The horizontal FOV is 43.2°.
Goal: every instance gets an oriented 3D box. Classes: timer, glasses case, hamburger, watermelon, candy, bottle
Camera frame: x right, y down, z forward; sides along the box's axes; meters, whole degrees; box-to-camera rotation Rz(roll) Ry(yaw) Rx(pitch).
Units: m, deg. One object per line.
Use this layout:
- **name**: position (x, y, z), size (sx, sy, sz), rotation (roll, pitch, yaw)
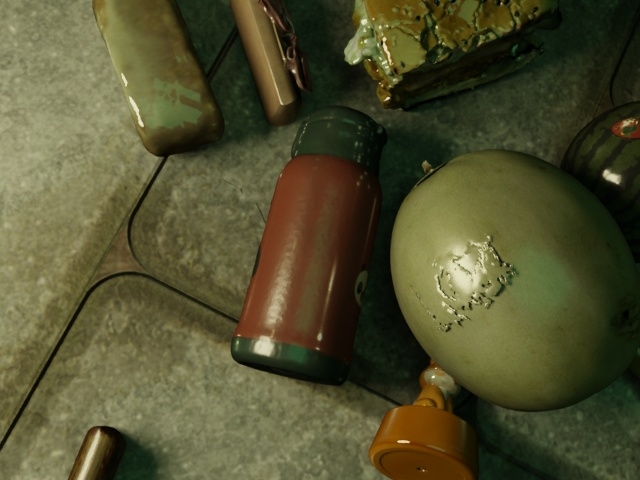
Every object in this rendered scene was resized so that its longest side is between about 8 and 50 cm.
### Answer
- **timer**: position (0.140, 0.214, 0.996), size (0.132, 0.132, 0.152), rotation (23, 54, -5)
- **glasses case**: position (-0.052, -0.258, 1.043), size (0.070, 0.102, 0.193), rotation (-15, 83, -19)
- **hamburger**: position (0.155, -0.292, 1.050), size (0.288, 0.168, 0.192), rotation (-23, 86, -13)
- **watermelon**: position (0.411, -0.074, 1.038), size (0.212, 0.212, 0.212), rotation (2, 80, -10)
- **candy**: position (-0.206, -0.220, 1.008), size (0.104, 0.102, 0.233), rotation (-21, 85, -12)
- **bottle**: position (0.000, 0.000, 0.988), size (0.144, 0.144, 0.335), rotation (16, 75, -7)

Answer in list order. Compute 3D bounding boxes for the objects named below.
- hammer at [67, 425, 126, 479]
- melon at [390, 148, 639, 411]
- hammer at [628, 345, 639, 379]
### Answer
- **hammer**: position (-0.293, 0.387, 0.847), size (0.095, 0.242, 0.408), rotation (21, 63, -3)
- **melon**: position (0.219, 0.040, 0.951), size (0.269, 0.268, 0.330), rotation (-28, 79, -13)
- **hammer**: position (0.448, 0.183, 1.055), size (0.305, 0.113, 0.202), rotation (40, 73, 4)
